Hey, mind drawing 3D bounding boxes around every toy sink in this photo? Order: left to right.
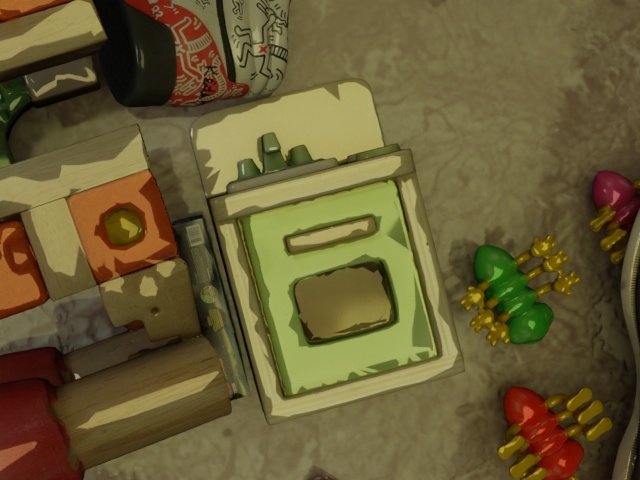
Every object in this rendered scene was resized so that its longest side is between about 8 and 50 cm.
[{"bbox_3d":[0.000,0.000,0.921,0.153,0.131,0.234,-14,94,-5],"label":"toy sink"}]

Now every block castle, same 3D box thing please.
[{"bbox_3d":[-0.236,-0.056,0.814,0.213,0.303,0.453,-20,95,-10],"label":"block castle"}]

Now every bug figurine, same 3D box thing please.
[{"bbox_3d":[0.231,0.063,0.975,0.279,0.072,0.216,-32,102,-8],"label":"bug figurine"}]

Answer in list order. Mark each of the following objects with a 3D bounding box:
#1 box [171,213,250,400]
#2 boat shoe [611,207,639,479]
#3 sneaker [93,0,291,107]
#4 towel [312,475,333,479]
[{"bbox_3d":[-0.085,0.049,0.935,0.027,0.094,0.137,-15,94,-4],"label":"box"},{"bbox_3d":[0.285,0.097,0.903,0.117,0.097,0.324,5,95,-15],"label":"boat shoe"},{"bbox_3d":[-0.108,-0.226,0.929,0.145,0.090,0.270,-6,72,-32],"label":"sneaker"},{"bbox_3d":[0.036,0.300,0.992,0.197,0.029,0.144,36,90,-6],"label":"towel"}]
